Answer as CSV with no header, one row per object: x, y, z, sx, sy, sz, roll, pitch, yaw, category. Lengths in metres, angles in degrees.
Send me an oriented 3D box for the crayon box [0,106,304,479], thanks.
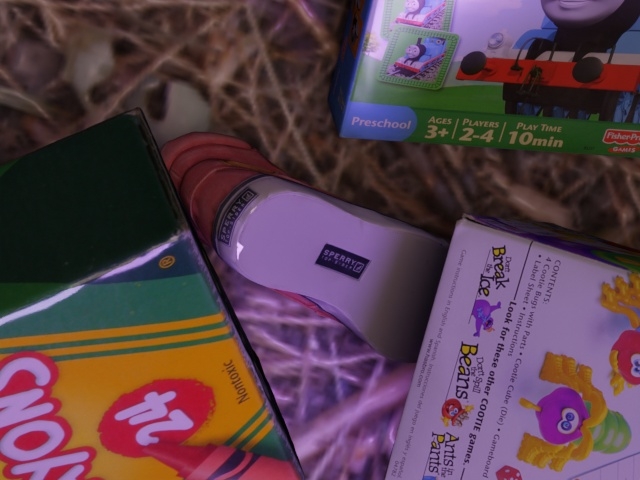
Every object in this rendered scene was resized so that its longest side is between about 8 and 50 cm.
-0.183,0.092,0.853,0.318,0.081,0.202,-24,141,-1,crayon box

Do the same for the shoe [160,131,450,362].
0.000,0.000,0.952,0.178,0.081,0.063,26,99,-45,shoe

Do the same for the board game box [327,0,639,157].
0.102,-0.135,0.912,0.160,0.039,0.211,3,128,-13,board game box

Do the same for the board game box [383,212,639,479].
0.190,0.096,0.896,0.275,0.142,0.144,19,97,24,board game box
